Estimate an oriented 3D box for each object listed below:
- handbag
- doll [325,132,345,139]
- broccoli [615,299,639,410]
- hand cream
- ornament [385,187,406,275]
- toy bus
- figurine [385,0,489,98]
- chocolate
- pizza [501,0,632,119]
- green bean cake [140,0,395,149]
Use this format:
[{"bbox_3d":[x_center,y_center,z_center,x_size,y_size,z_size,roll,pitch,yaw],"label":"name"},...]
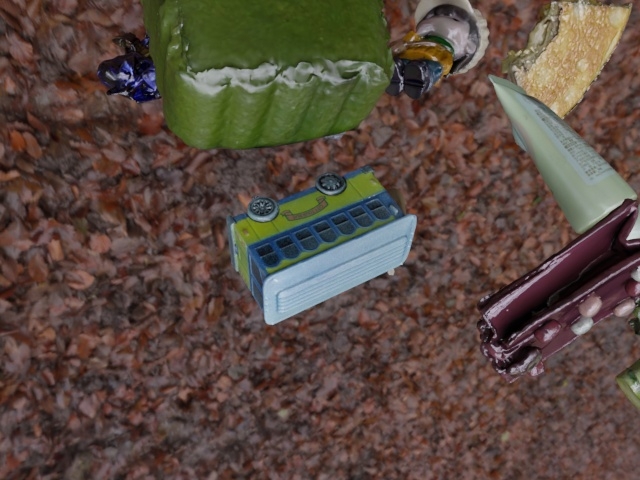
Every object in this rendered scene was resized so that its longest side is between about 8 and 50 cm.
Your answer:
[{"bbox_3d":[0.271,0.071,0.630,0.216,0.074,0.203,-36,150,-1],"label":"handbag"},{"bbox_3d":[-0.002,-0.248,1.173,0.094,0.180,0.079,-34,126,-28],"label":"doll"},{"bbox_3d":[0.604,0.180,0.881,0.235,0.288,0.260,32,96,-9],"label":"broccoli"},{"bbox_3d":[0.354,-0.118,0.825,0.147,0.306,0.093,-6,153,-50],"label":"hand cream"},{"bbox_3d":[0.180,-0.022,1.428,0.061,0.245,0.230,-3,122,5],"label":"ornament"},{"bbox_3d":[0.000,0.000,1.059,0.312,0.190,0.152,-23,144,-21],"label":"toy bus"},{"bbox_3d":[0.272,-0.441,1.366,0.332,0.185,0.204,-58,146,-22],"label":"figurine"},{"bbox_3d":[-0.349,-0.356,1.134,0.148,0.343,0.126,28,130,-12],"label":"chocolate"},{"bbox_3d":[0.448,-0.348,1.105,0.223,0.089,0.324,22,108,-36],"label":"pizza"},{"bbox_3d":[-0.087,-0.300,0.809,0.319,0.335,0.218,-4,159,-19],"label":"green bean cake"}]
